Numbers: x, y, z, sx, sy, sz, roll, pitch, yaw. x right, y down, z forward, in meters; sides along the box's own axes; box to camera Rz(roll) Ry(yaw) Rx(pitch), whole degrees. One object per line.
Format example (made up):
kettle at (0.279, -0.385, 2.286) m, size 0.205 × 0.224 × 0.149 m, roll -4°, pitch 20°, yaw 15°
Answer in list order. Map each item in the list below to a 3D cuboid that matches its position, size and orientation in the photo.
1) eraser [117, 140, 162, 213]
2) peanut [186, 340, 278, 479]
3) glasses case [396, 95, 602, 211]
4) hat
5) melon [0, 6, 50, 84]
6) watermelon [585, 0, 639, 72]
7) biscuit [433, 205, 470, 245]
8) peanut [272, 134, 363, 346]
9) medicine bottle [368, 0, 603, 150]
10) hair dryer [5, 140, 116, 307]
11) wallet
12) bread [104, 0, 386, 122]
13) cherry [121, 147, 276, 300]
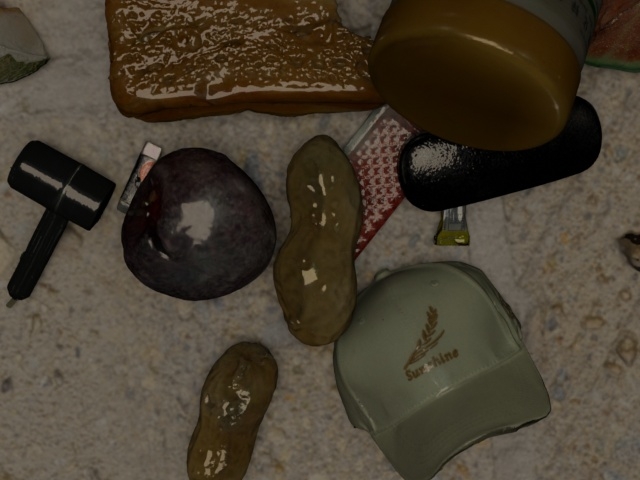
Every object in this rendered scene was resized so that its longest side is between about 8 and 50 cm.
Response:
eraser at (-0.233, -0.079, 1.690) m, size 0.027 × 0.019 × 0.099 m, roll 25°, pitch 95°, yaw -2°
peanut at (-0.119, 0.231, 1.694) m, size 0.099 × 0.099 × 0.214 m, roll 19°, pitch 102°, yaw -1°
glasses case at (0.225, -0.110, 1.642) m, size 0.266 × 0.067 × 0.103 m, roll -14°, pitch 105°, yaw -9°
hat at (0.132, 0.156, 1.601) m, size 0.257 × 0.301 × 0.168 m, roll -32°, pitch 117°, yaw 3°
melon at (-0.450, -0.253, 1.632) m, size 0.202 × 0.139 × 0.093 m, roll -9°, pitch 74°, yaw 4°
watermelon at (0.426, -0.283, 1.629) m, size 0.231 × 0.128 × 0.146 m, roll -33°, pitch 123°, yaw 18°
biscuit at (0.173, -0.137, 1.675) m, size 0.048 × 0.026 × 0.292 m, roll 1°, pitch 97°, yaw -3°
peanut at (0.000, 0.000, 1.625) m, size 0.101 × 0.117 × 0.263 m, roll 6°, pitch 87°, yaw 19°
medicine bottle at (0.200, -0.259, 1.520) m, size 0.237 × 0.238 × 0.232 m, roll 22°, pitch 69°, yaw -2°
hair dryer at (-0.362, -0.009, 1.684) m, size 0.124 × 0.071 × 0.219 m, roll 27°, pitch 105°, yaw -1°
wallet at (0.060, -0.075, 1.681) m, size 0.103 × 0.020 × 0.196 m, roll 38°, pitch 97°, yaw 6°
bread at (-0.076, -0.246, 1.628) m, size 0.380 × 0.109 × 0.185 m, roll -2°, pitch 85°, yaw -1°
cherry at (-0.149, -0.013, 1.622) m, size 0.195 × 0.195 × 0.195 m, roll 0°, pitch 97°, yaw 1°
